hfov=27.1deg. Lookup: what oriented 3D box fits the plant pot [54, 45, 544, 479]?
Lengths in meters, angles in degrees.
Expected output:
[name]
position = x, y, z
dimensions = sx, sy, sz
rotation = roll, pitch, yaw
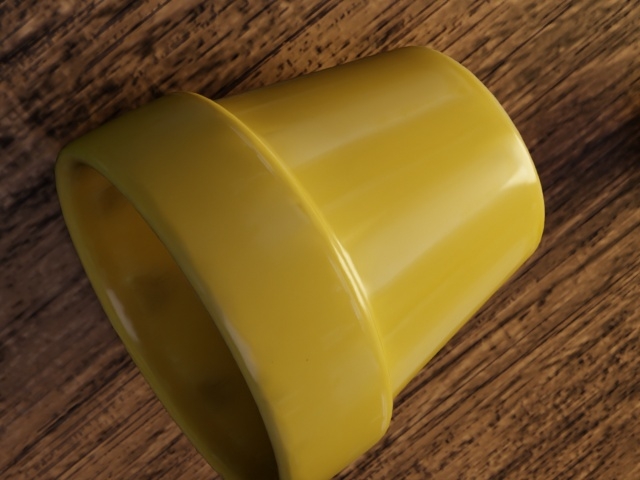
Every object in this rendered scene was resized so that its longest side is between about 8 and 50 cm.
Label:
[plant pot]
position = 0.000, 0.000, 0.837
dimensions = 0.239, 0.254, 0.254
rotation = -31, 118, -20
